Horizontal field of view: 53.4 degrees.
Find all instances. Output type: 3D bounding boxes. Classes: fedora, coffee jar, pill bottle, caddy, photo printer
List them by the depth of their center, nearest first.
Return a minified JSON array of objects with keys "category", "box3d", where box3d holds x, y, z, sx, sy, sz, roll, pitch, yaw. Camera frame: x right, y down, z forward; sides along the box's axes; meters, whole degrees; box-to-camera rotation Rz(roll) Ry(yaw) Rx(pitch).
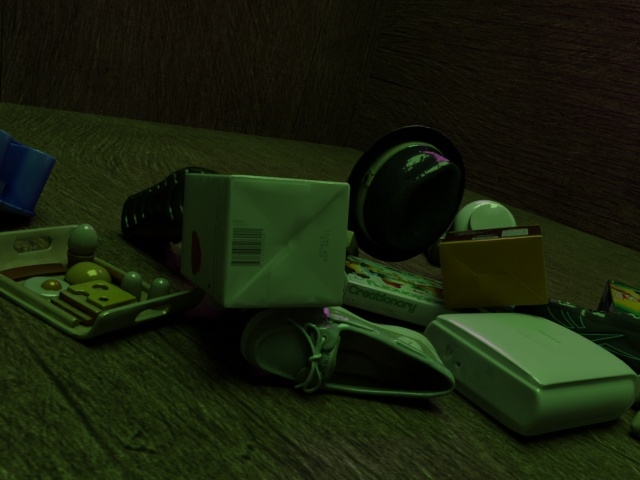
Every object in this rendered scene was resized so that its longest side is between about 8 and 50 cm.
[{"category":"photo printer","box3d":[0.364,0.212,1.078,0.307,0.107,0.256,4,17,-34]},{"category":"caddy","box3d":[-0.706,-0.151,1.276,0.341,0.179,0.241,23,-7,28]},{"category":"fedora","box3d":[0.218,-0.091,1.457,0.333,0.334,0.152,9,14,-21]},{"category":"pill bottle","box3d":[0.378,-0.008,1.510,0.146,0.146,0.264,16,-11,7]},{"category":"coffee jar","box3d":[0.348,0.017,1.837,0.096,0.079,0.184,12,15,-8]}]

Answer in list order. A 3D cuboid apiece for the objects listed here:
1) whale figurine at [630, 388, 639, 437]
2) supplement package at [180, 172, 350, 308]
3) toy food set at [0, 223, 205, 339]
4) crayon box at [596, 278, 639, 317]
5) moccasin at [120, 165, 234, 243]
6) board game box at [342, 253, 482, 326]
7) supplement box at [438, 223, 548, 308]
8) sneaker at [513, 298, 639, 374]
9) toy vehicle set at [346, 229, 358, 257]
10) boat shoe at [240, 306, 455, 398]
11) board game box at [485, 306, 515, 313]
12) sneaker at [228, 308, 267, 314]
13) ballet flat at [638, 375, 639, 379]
[{"category":"whale figurine","box3d":[0.634,0.277,1.080,0.272,0.141,0.216,-25,-1,-41]},{"category":"supplement package","box3d":[-0.099,-0.010,0.972,0.175,0.178,0.293,1,5,-23]},{"category":"toy food set","box3d":[-0.368,0.048,1.014,0.306,0.093,0.219,21,16,26]},{"category":"crayon box","box3d":[0.820,0.222,1.479,0.313,0.106,0.363,20,16,18]},{"category":"moccasin","box3d":[-0.254,-0.053,1.263,0.147,0.139,0.380,15,-22,-40]},{"category":"board game box","box3d":[0.176,0.113,1.329,0.305,0.053,0.193,16,14,-12]},{"category":"supplement box","box3d":[0.348,0.049,1.279,0.191,0.129,0.194,-5,6,18]},{"category":"sneaker","box3d":[0.494,0.176,1.211,0.267,0.106,0.101,10,-7,38]},{"category":"toy vehicle set","box3d":[0.000,0.000,1.453,0.165,0.035,0.267,17,-8,9]},{"category":"boat shoe","box3d":[0.044,0.169,0.926,0.320,0.118,0.103,16,9,-21]},{"category":"board game box","box3d":[0.421,0.135,1.558,0.136,0.035,0.201,-1,21,-45]},{"category":"sneaker","box3d":[-0.131,0.091,1.163,0.077,0.072,0.178,22,20,-21]},{"category":"ballet flat","box3d":[0.643,0.267,1.284,0.041,0.041,0.114,26,18,38]}]
